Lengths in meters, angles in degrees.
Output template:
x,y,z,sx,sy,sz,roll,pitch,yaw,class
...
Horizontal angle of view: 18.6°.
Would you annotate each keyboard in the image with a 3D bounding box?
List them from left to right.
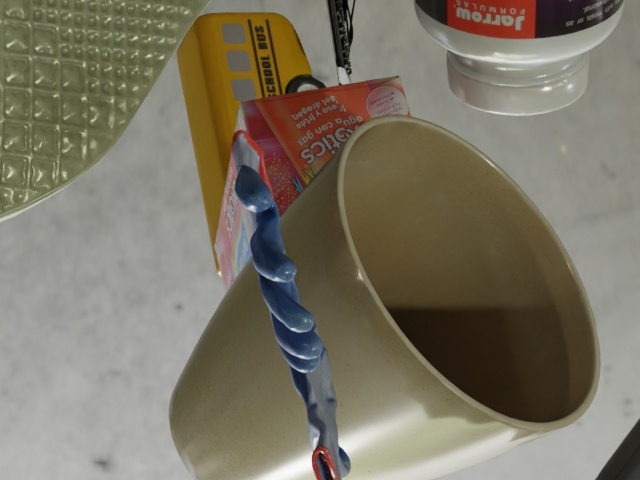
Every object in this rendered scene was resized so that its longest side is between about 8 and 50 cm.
x,y,z,sx,sy,sz,roll,pitch,yaw,class
0.023,-0.263,2.078,0.038,0.192,0.100,-8,168,1,keyboard

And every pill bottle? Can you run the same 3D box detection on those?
x,y,z,sx,sy,sz,roll,pitch,yaw,class
0.166,-0.274,1.627,0.181,0.181,0.323,-2,122,1,pill bottle

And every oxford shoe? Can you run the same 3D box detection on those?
x,y,z,sx,sy,sz,roll,pitch,yaw,class
-0.196,-0.158,1.405,0.130,0.449,0.169,-1,130,45,oxford shoe

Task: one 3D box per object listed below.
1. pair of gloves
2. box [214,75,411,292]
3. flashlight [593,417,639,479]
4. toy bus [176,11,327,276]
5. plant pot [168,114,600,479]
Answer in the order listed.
x,y,z,sx,sy,sz,roll,pitch,yaw,class
-0.011,0.044,0.973,0.023,0.159,0.198,-16,118,1,pair of gloves
0.000,0.000,1.714,0.142,0.154,0.300,-10,158,-12,box
0.316,0.178,1.726,0.103,0.103,0.304,31,121,3,flashlight
-0.054,-0.071,2.047,0.130,0.332,0.108,-3,158,-23,toy bus
0.021,0.088,1.447,0.256,0.256,0.274,35,128,-22,plant pot
